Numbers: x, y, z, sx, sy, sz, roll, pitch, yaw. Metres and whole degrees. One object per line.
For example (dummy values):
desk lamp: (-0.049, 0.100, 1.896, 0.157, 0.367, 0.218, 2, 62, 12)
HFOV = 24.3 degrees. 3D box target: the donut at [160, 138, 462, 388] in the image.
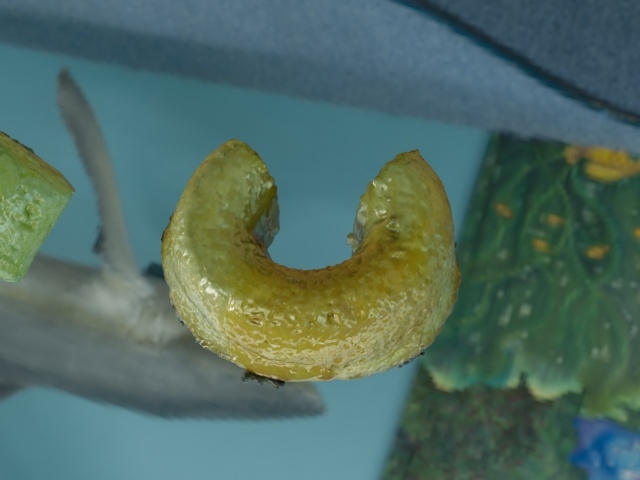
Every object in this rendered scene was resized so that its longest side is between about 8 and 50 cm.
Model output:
donut: (-0.003, 0.010, 0.859, 0.181, 0.146, 0.078, 8, 152, -5)

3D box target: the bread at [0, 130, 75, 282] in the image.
bread: (-0.285, -0.030, 1.290, 0.111, 0.114, 0.129, 36, 180, 33)
